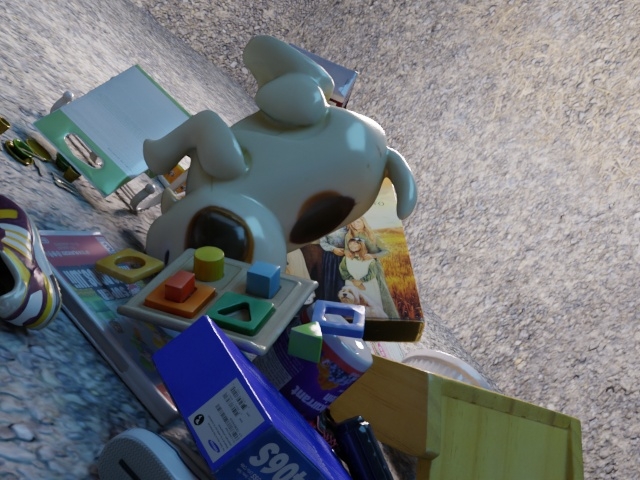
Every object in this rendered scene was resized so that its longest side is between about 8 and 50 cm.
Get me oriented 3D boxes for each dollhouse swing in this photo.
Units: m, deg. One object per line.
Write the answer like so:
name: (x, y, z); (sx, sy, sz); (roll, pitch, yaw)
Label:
dollhouse swing: (0.187, 0.363, 1.327); (0.346, 0.305, 0.315); (20, -7, -35)

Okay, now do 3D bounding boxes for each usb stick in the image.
usb stick: (0.089, 0.354, 1.091); (0.278, 0.045, 0.077); (66, -16, 8)

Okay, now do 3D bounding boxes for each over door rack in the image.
over door rack: (-0.300, -0.178, 1.579); (0.239, 0.108, 0.324); (48, 21, 10)

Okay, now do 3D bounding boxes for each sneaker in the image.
sneaker: (-0.335, 0.009, 0.907); (0.185, 0.069, 0.084); (50, 5, 29)
sneaker: (0.012, 0.293, 1.323); (0.057, 0.047, 0.119); (-3, 45, -48)
sneaker: (-0.092, 0.268, 0.793); (0.258, 0.094, 0.091); (48, 14, 19)

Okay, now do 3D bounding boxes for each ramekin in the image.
ramekin: (0.213, 0.313, 1.617); (0.207, 0.207, 0.109); (45, 53, -5)

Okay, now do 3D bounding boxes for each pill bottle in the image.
pill bottle: (-0.037, 0.179, 1.099); (0.108, 0.193, 0.108); (44, 10, -10)

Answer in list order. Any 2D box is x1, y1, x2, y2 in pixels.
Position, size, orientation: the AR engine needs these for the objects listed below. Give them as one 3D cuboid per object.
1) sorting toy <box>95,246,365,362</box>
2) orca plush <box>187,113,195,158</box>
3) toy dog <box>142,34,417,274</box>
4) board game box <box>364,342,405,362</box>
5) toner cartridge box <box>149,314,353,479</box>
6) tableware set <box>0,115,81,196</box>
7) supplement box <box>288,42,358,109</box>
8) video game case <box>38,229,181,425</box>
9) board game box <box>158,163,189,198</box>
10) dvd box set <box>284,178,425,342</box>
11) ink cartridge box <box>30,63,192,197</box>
sorting toy: (-0.116, 0.056, 1.031); (0.347, 0.047, 0.196); (14, 25, 16)
orca plush: (-0.212, -0.134, 1.788); (0.287, 0.151, 0.102); (52, 52, -15)
toy dog: (-0.093, -0.042, 1.344); (0.395, 0.408, 0.285); (32, -33, 10)
board game box: (0.051, 0.163, 1.676); (0.224, 0.097, 0.303); (66, 15, 17)
toner cartridge box: (-0.040, 0.236, 0.945); (0.165, 0.075, 0.348); (51, -3, 44)
tableware set: (-0.414, -0.131, 1.287); (0.154, 0.024, 0.104); (36, 13, -44)
supplement box: (-0.030, -0.215, 1.529); (0.130, 0.239, 0.073); (25, 54, 2)
video game case: (-0.240, 0.097, 1.086); (0.285, 0.025, 0.204); (48, 10, 9)
board game box: (-0.127, 0.012, 1.845); (0.390, 0.050, 0.390); (48, 10, 17)
dvd box set: (0.000, 0.000, 1.542); (0.307, 0.062, 0.420); (4, 42, -9)
ink cartridge box: (-0.323, -0.170, 1.411); (0.171, 0.056, 0.235); (44, 53, 5)
